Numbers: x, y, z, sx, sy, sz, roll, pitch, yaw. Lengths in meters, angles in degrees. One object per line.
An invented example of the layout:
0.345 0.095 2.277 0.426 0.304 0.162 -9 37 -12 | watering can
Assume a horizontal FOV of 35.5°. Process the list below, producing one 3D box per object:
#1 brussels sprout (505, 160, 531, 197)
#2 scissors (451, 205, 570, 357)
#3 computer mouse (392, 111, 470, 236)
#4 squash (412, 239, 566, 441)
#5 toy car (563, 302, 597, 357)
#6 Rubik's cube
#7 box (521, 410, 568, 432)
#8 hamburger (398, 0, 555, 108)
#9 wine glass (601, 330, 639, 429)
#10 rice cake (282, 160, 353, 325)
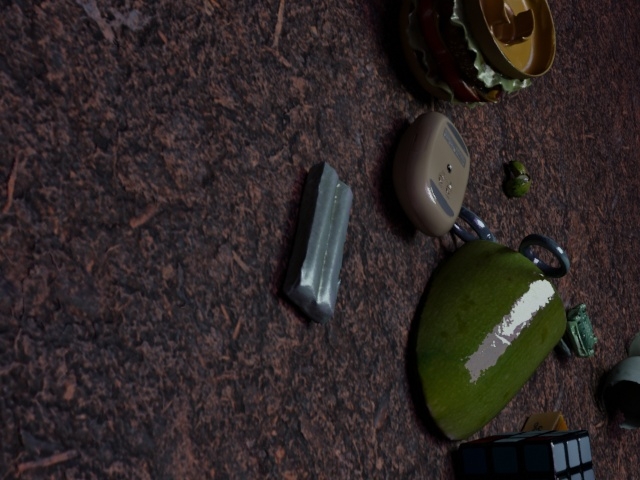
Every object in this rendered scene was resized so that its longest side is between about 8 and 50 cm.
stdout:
0.395 -0.125 1.995 0.046 0.050 0.083 94 2 -59 | brussels sprout
0.355 0.084 1.749 0.029 0.256 0.383 -50 137 -17 | scissors
0.180 -0.108 1.642 0.145 0.082 0.237 50 37 -29 | computer mouse
0.237 0.182 1.620 0.309 0.210 0.234 -42 115 -24 | squash
0.523 0.185 2.037 0.186 0.058 0.093 -26 97 -69 | toy car
0.327 0.384 1.557 0.163 0.162 0.161 5 77 -54 | Rubik's cube
0.419 0.442 1.763 0.152 0.070 0.237 -42 109 -54 | box
0.258 -0.365 1.753 0.274 0.212 0.275 18 65 -44 | hamburger
0.709 0.300 2.186 0.321 0.143 0.143 -23 95 -56 | wine glass
0.000 0.000 1.369 0.085 0.040 0.226 43 44 -37 | rice cake
